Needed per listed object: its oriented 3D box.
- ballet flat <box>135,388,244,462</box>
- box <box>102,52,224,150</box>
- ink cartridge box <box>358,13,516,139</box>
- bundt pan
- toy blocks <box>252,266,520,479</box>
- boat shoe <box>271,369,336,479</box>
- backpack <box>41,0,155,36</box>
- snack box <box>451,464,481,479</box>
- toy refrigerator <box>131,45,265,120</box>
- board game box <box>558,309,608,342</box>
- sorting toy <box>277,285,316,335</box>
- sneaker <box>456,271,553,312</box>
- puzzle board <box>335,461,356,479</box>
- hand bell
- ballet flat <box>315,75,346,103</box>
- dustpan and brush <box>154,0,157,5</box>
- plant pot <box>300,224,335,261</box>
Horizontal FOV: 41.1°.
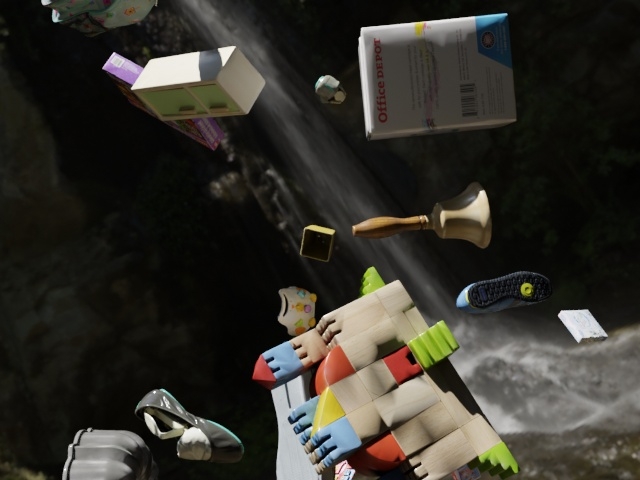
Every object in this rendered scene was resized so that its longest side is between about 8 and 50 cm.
[{"bbox_3d":[-0.300,0.427,1.882,0.096,0.280,0.095,-28,-47,-48],"label":"ballet flat"},{"bbox_3d":[-0.402,-0.356,2.210,0.057,0.293,0.201,-57,-19,-9],"label":"box"},{"bbox_3d":[0.214,-0.305,1.633,0.270,0.198,0.197,-5,4,1],"label":"ink cartridge box"},{"bbox_3d":[-0.393,0.529,1.679,0.124,0.331,0.331,-7,-17,2],"label":"bundt pan"},{"bbox_3d":[0.075,0.245,1.268,0.261,0.381,0.191,-24,-18,-25],"label":"toy blocks"},{"bbox_3d":[-0.011,0.321,1.404,0.094,0.302,0.109,13,-29,-41],"label":"boat shoe"},{"bbox_3d":[-0.363,-0.438,1.418,0.188,0.166,0.144,2,-8,27],"label":"backpack"},{"bbox_3d":[0.326,0.503,2.055,0.064,0.178,0.022,-25,4,-25],"label":"snack box"},{"bbox_3d":[-0.248,-0.305,1.699,0.269,0.094,0.102,3,-32,42],"label":"toy refrigerator"},{"bbox_3d":[0.639,0.208,2.077,0.090,0.090,0.020,2,-49,-30],"label":"board game box"},{"bbox_3d":[-0.046,0.112,1.408,0.045,0.083,0.075,-8,-16,36],"label":"sorting toy"},{"bbox_3d":[0.388,0.114,1.815,0.209,0.069,0.082,-8,-16,-15],"label":"sneaker"},{"bbox_3d":[0.042,0.491,1.848,0.096,0.011,0.128,-15,24,35],"label":"puzzle board"},{"bbox_3d":[0.179,-0.030,1.568,0.242,0.126,0.126,-9,-20,-8],"label":"hand bell"},{"bbox_3d":[0.034,-0.390,2.268,0.072,0.068,0.213,-60,-6,8],"label":"ballet flat"},{"bbox_3d":[-0.353,-0.554,1.576,0.060,0.147,0.211,-27,-38,20],"label":"dustpan and brush"},{"bbox_3d":[0.000,0.000,2.333,0.083,0.081,0.081,-49,-30,-67],"label":"plant pot"}]
